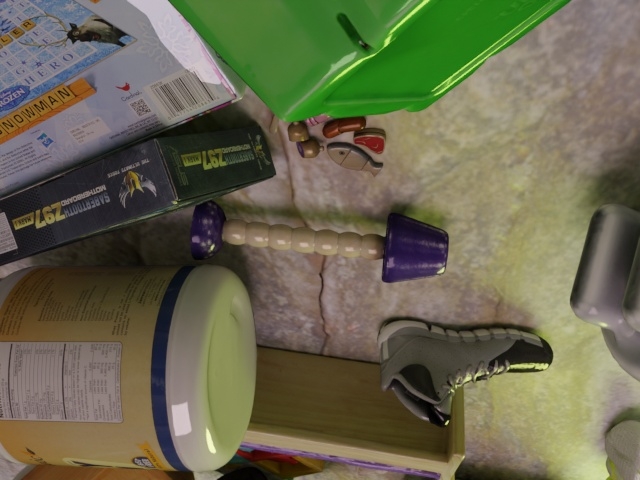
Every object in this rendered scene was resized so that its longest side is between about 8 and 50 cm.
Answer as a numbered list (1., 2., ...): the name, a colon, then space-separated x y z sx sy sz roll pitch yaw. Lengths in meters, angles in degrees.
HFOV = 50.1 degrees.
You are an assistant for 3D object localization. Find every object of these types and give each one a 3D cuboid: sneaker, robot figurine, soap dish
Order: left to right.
1. soap dish: -0.355 0.434 1.171 0.118 0.229 0.291 34 158 42
2. sneaker: 0.183 0.180 0.872 0.228 0.132 0.086 4 138 5
3. sneaker: 0.508 0.339 1.047 0.126 0.091 0.240 -15 136 -2
4. robot figurine: 0.418 0.067 0.653 0.353 0.200 0.300 18 179 -15

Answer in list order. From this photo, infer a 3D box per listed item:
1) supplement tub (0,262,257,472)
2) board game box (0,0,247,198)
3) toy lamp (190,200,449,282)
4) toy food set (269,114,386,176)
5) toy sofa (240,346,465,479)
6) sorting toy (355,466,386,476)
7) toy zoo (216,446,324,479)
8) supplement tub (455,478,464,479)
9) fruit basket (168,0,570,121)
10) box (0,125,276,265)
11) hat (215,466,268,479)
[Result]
1. supplement tub: -0.249 0.140 0.781 0.316 0.228 0.228 -1 137 10
2. board game box: -0.266 -0.194 0.517 0.318 0.066 0.318 -17 127 22
3. toy lamp: 0.000 0.000 0.747 0.274 0.080 0.080 5 138 3
4. toy food set: 0.013 -0.103 0.674 0.122 0.019 0.078 17 137 -9
5. toy sofa: 0.013 0.246 0.961 0.362 0.150 0.177 9 137 0
6. sorting toy: 0.114 0.385 1.180 0.083 0.045 0.075 -19 138 27
7. toy zoo: -0.125 0.364 1.180 0.192 0.030 0.293 -16 141 26
8. supplement tub: 0.295 0.545 1.178 0.324 0.236 0.235 12 138 -4
9. fruit basket: 0.025 -0.291 0.346 0.391 0.283 0.392 9 106 34
10. box: -0.184 -0.044 0.656 0.232 0.183 0.059 -15 96 24
11. hat: -0.123 0.462 1.142 0.331 0.331 0.134 -9 101 18
